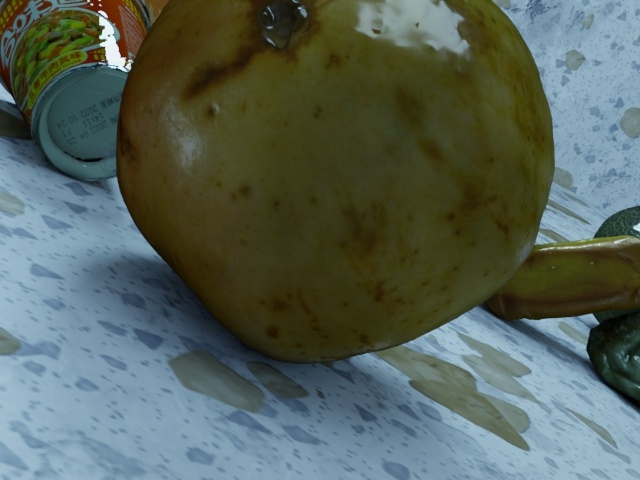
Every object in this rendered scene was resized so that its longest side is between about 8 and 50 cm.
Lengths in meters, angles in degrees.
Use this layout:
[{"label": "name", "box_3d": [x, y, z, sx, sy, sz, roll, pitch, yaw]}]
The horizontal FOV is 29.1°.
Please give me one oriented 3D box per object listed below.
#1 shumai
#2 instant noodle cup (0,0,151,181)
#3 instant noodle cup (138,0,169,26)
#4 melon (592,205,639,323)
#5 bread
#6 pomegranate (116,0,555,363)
[{"label": "shumai", "box_3d": [0.498, 0.135, 1.652, 0.222, 0.203, 0.272, 24, 10, -24]}, {"label": "instant noodle cup", "box_3d": [-0.251, -0.172, 1.306, 0.193, 0.193, 0.212, 22, 22, -30]}, {"label": "instant noodle cup", "box_3d": [-0.169, -0.278, 1.821, 0.182, 0.230, 0.230, 45, 17, 19]}, {"label": "melon", "box_3d": [0.551, 0.077, 1.897, 0.302, 0.237, 0.237, 34, 14, 21]}, {"label": "bread", "box_3d": [0.339, 0.048, 1.669, 0.245, 0.102, 0.094, -5, 10, 4]}, {"label": "pomegranate", "box_3d": [0.023, -0.070, 1.096, 0.410, 0.410, 0.410, 27, 13, -7]}]
